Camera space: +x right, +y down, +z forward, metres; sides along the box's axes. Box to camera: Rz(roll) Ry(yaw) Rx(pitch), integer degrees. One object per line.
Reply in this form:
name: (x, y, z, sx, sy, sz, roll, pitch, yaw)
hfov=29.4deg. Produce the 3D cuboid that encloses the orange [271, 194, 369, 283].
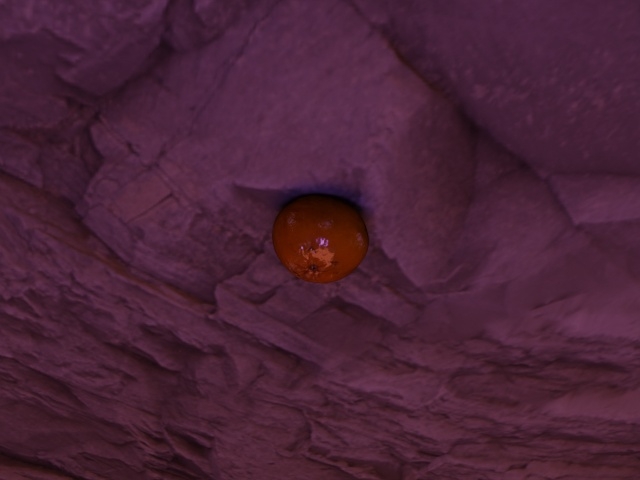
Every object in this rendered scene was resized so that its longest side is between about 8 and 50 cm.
orange: (0.000, 0.000, 1.040, 0.083, 0.070, 0.083, 5, 149, 3)
